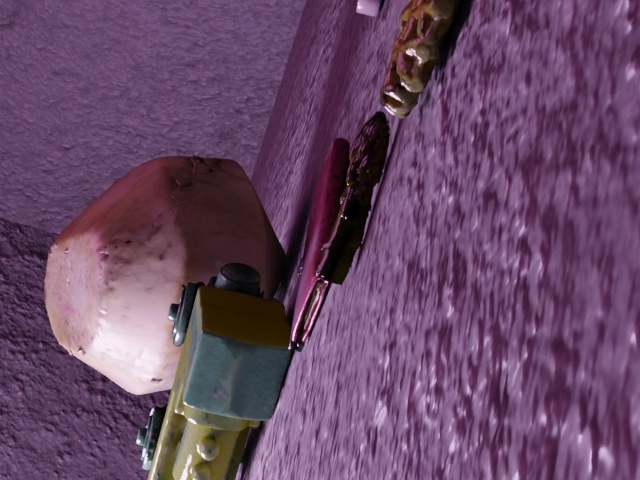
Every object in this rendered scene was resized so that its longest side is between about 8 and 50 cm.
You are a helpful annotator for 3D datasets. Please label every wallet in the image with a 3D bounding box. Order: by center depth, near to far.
[{"bbox_3d":[0.000,0.000,1.588,0.232,0.025,0.119,-81,10,-46],"label":"wallet"}]

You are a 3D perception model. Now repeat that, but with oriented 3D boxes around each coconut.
[{"bbox_3d":[-0.202,0.043,2.041,0.352,0.353,0.352,-164,90,-84],"label":"coconut"}]

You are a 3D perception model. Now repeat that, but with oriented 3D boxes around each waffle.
[{"bbox_3d":[0.091,-0.194,1.166,0.169,0.036,0.183,-76,7,-46],"label":"waffle"}]

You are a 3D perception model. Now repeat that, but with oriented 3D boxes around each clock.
[{"bbox_3d":[0.064,-0.311,1.740,0.129,0.041,0.087,-76,0,-73],"label":"clock"}]

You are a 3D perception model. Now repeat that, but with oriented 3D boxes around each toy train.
[{"bbox_3d":[-0.139,0.218,1.808,0.237,0.150,0.369,-100,24,-63],"label":"toy train"}]

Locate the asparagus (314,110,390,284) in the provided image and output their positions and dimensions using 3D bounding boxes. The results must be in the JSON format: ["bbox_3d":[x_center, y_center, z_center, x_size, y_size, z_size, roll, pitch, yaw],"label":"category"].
[{"bbox_3d":[0.032,-0.040,1.314,0.030,0.036,0.165,-28,-45,-76],"label":"asparagus"}]
